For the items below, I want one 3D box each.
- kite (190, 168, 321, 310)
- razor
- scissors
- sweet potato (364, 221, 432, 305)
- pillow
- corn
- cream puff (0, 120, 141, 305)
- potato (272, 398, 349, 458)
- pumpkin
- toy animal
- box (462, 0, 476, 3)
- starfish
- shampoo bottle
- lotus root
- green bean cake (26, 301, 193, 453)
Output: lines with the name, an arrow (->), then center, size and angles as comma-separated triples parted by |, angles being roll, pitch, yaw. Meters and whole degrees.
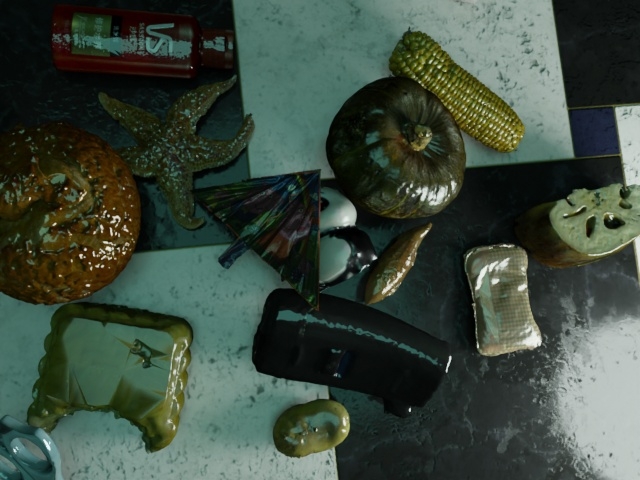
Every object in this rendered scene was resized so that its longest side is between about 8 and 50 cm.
kite -> -0.074, -0.033, 0.963 | 0.321, 0.016, 0.234 | 41, 80, 20
razor -> 0.048, 0.190, 0.993 | 0.327, 0.107, 0.189 | 18, 127, -6
scissors -> -0.419, 0.432, 0.941 | 0.191, 0.029, 0.360 | -28, 103, 31
sweet potato -> 0.143, 0.041, 1.075 | 0.206, 0.060, 0.068 | -53, 131, -10
pillow -> 0.347, 0.111, 1.108 | 0.135, 0.034, 0.211 | -7, 84, -7
corn -> 0.263, -0.274, 1.096 | 0.313, 0.102, 0.102 | 38, 81, -3
cream puff -> -0.436, -0.045, 0.914 | 0.303, 0.212, 0.303 | 0, 87, -2
potato -> -0.017, 0.331, 1.017 | 0.138, 0.070, 0.091 | -13, 82, -11
pumpkin -> 0.139, -0.163, 1.004 | 0.260, 0.189, 0.260 | 7, 70, -21
toy animal -> 0.000, 0.000, 1.014 | 0.166, 0.138, 0.179 | -29, 81, 17
box -> 0.315, -0.639, 1.084 | 0.106, 0.200, 0.299 | 15, 83, -8
starfish -> -0.278, -0.181, 1.032 | 0.302, 0.060, 0.299 | 12, 86, -6
shampoo bottle -> -0.313, -0.352, 1.032 | 0.314, 0.076, 0.118 | 2, 81, -8
lotus root -> 0.506, -0.026, 1.098 | 0.235, 0.119, 0.138 | -14, 82, -10
green bean cake -> -0.341, 0.227, 0.954 | 0.236, 0.124, 0.233 | 10, 84, -8
